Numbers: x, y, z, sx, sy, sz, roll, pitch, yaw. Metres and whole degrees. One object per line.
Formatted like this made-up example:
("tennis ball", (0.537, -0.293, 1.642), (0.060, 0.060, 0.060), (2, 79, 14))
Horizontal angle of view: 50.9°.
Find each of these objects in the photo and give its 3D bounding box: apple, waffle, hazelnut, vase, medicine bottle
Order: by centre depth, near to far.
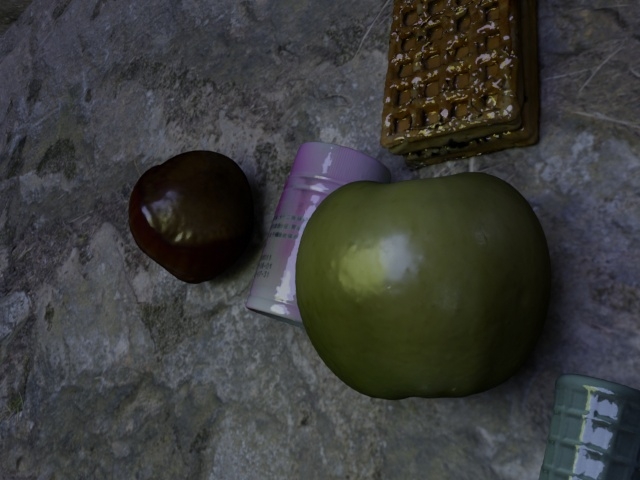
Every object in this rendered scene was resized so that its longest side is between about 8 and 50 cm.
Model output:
("vase", (0.256, 0.290, 0.665), (0.143, 0.143, 0.298), (9, 74, 40))
("apple", (0.116, 0.051, 0.779), (0.292, 0.292, 0.254), (-11, 85, 35))
("medicine bottle", (0.000, 0.000, 0.979), (0.152, 0.152, 0.254), (10, 77, 40))
("waffle", (0.201, -0.272, 0.980), (0.213, 0.091, 0.308), (-8, 66, 36))
("hazelnut", (-0.219, -0.044, 1.154), (0.229, 0.229, 0.229), (-16, 62, 33))
